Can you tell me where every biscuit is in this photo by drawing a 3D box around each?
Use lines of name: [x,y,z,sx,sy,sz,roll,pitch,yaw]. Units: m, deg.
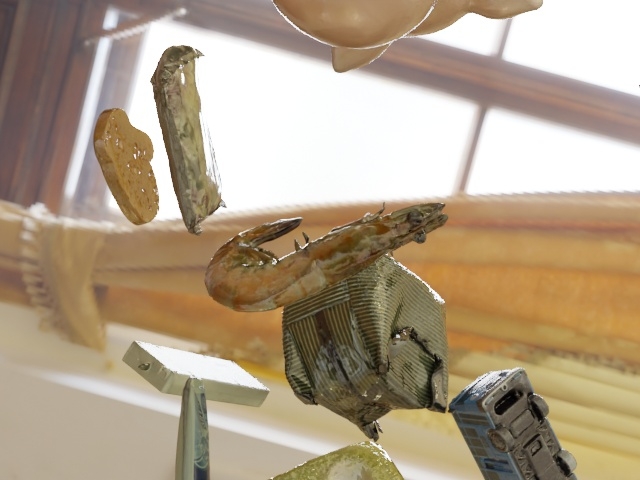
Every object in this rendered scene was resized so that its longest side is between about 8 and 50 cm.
biscuit: [-0.220,-0.088,1.272,0.118,0.023,0.140,-70,145,-59]

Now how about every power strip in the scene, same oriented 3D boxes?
power strip: [-0.210,0.232,1.895,0.043,0.106,0.367,-58,152,3]

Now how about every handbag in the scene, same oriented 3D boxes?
handbag: [0.083,0.188,1.940,0.340,0.247,0.240,38,33,-45]

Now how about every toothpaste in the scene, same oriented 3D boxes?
toothpaste: [-0.168,0.315,1.455,0.069,0.047,0.268,9,78,-51]

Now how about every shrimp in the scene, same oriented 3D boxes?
shrimp: [0.000,0.000,1.321,0.169,0.296,0.058,-123,-166,-53]

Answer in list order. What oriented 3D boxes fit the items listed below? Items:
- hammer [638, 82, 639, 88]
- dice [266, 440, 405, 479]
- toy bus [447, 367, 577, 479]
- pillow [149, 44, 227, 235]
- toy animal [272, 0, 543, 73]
hammer: [0.536,-0.156,1.666,0.078,0.021,0.201,-30,-98,54]
dice: [0.013,0.410,1.429,0.227,0.233,0.238,62,-14,19]
toy bus: [0.310,0.328,1.799,0.116,0.234,0.133,-34,-167,-28]
pillow: [-0.186,-0.140,1.517,0.169,0.059,0.255,-70,153,-68]
toy animal: [0.060,-0.288,1.080,0.269,0.237,0.326,58,31,-32]
